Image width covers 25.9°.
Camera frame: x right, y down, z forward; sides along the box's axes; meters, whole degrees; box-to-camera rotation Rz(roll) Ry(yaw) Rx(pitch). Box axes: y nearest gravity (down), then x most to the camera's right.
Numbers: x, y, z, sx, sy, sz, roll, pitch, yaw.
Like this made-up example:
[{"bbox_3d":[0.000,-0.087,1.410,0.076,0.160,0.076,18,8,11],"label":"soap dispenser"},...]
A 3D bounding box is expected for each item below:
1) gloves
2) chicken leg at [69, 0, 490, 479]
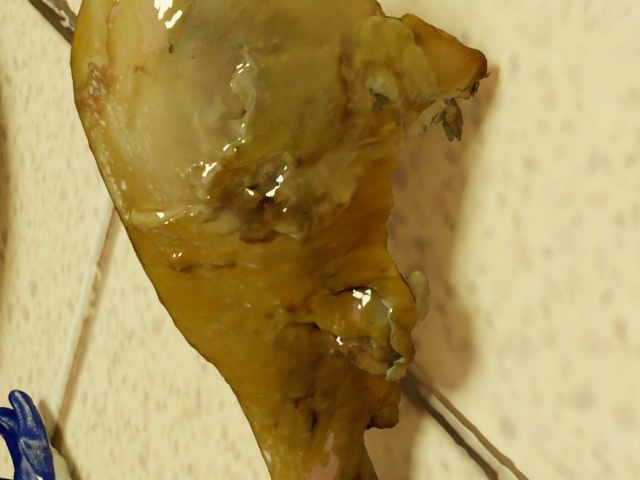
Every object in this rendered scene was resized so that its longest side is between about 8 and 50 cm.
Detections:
[{"bbox_3d":[-0.131,0.108,0.621,0.086,0.026,0.064,48,129,43],"label":"gloves"},{"bbox_3d":[-0.003,0.001,0.403,0.085,0.101,0.207,8,117,58],"label":"chicken leg"}]
